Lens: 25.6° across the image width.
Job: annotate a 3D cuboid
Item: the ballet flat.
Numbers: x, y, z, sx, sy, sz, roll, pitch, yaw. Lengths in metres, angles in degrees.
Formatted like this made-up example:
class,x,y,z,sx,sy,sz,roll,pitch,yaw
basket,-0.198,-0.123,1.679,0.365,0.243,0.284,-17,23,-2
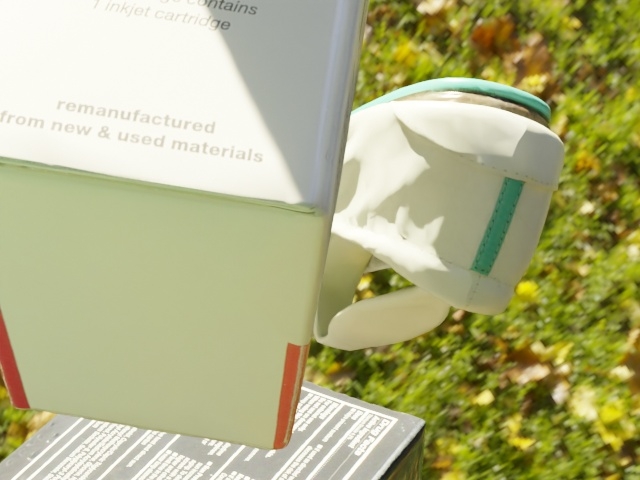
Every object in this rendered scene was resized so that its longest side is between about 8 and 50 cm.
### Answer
class,x,y,z,sx,sy,sz,roll,pitch,yaw
ballet flat,0.000,0.000,0.842,0.139,0.400,0.139,2,85,-25

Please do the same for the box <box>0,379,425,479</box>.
class,x,y,z,sx,sy,sz,roll,pitch,yaw
box,-0.102,0.259,1.242,0.294,0.182,0.296,16,35,26

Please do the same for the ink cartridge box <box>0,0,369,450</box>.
class,x,y,z,sx,sy,sz,roll,pitch,yaw
ink cartridge box,-0.035,-0.077,0.451,0.100,0.172,0.237,9,62,0
